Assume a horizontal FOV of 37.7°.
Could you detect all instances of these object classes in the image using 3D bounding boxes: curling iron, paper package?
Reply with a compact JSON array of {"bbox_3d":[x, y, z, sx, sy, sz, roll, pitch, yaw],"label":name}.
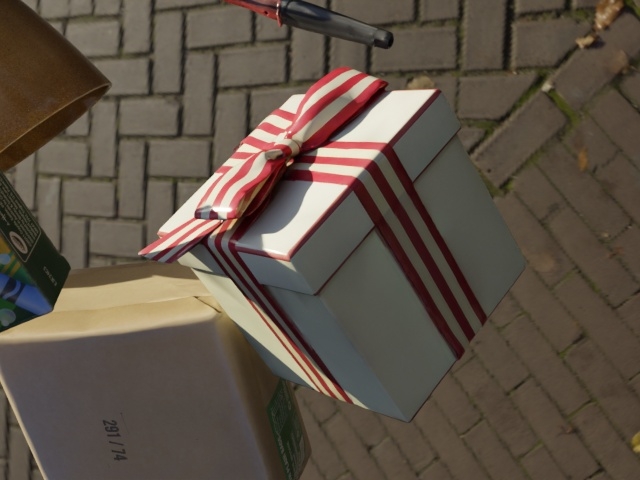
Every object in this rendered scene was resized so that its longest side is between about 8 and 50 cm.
[{"bbox_3d":[-0.048,-0.247,0.981,0.274,0.068,0.035,26,91,19],"label":"curling iron"},{"bbox_3d":[-0.195,0.196,1.144,0.309,0.168,0.325,-6,115,16],"label":"paper package"}]

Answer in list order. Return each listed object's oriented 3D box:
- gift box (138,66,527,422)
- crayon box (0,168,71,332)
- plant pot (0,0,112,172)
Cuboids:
[{"bbox_3d":[0.000,0.000,0.934,0.276,0.258,0.255,4,46,47],"label":"gift box"},{"bbox_3d":[-0.439,0.028,0.910,0.323,0.083,0.203,-22,118,12],"label":"crayon box"},{"bbox_3d":[-0.436,-0.227,1.176,0.237,0.237,0.254,-34,99,25],"label":"plant pot"}]
